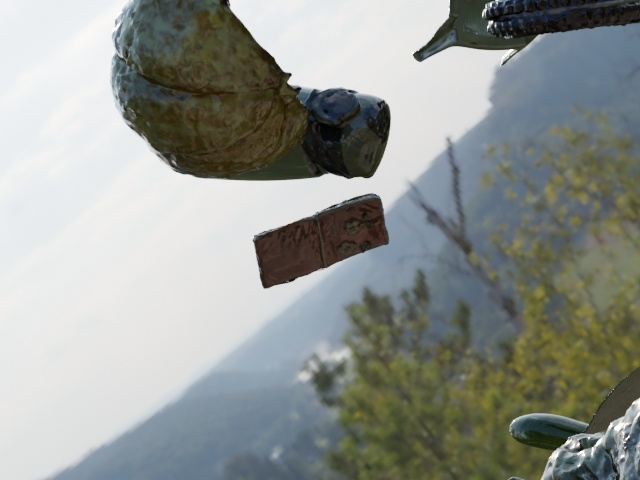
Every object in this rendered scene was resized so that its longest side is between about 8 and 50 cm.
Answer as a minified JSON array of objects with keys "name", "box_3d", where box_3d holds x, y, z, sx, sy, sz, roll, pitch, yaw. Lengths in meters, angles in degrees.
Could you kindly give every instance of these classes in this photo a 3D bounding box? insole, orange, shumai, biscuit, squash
[{"name":"insole","box_3d":[0.459,0.312,2.146,0.109,0.007,0.322,3,-52,-38]},{"name":"orange","box_3d":[-0.180,-0.212,1.878,0.210,0.271,0.369,-52,-28,-6]},{"name":"shumai","box_3d":[0.457,0.393,1.969,0.323,0.397,0.324,-4,-9,44]},{"name":"biscuit","box_3d":[0.285,-0.267,1.522,0.194,0.053,0.194,-7,8,1]},{"name":"squash","box_3d":[0.450,0.356,2.369,0.258,0.069,0.069,9,33,41]}]

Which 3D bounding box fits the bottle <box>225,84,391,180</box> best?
[{"name":"bottle","box_3d":[-0.049,-0.176,2.126,0.347,0.168,0.168,3,16,23]}]

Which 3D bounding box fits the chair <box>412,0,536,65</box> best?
[{"name":"chair","box_3d":[0.293,-0.430,2.308,0.203,0.190,0.274,1,-5,-17]}]

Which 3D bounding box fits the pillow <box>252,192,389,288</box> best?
[{"name":"pillow","box_3d":[0.000,0.000,2.185,0.232,0.043,0.126,-21,-49,-7]}]
